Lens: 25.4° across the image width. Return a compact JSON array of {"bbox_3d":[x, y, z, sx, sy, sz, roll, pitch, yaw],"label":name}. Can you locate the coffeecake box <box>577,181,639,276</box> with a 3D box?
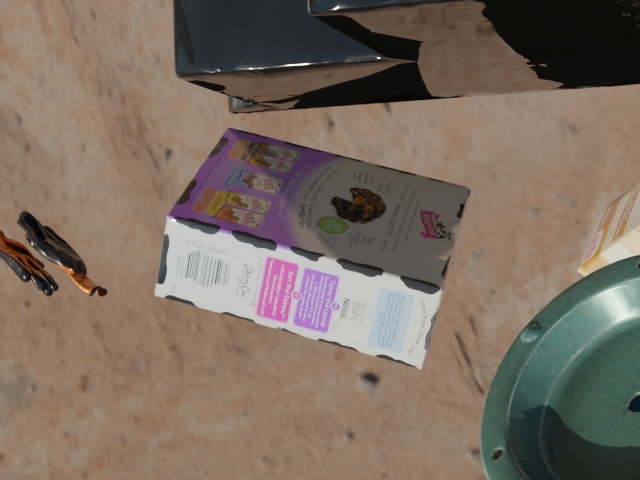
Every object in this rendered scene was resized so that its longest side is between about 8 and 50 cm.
[{"bbox_3d":[0.285,0.002,0.940,0.142,0.068,0.185,35,145,-8],"label":"coffeecake box"}]

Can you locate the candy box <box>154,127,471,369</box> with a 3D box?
[{"bbox_3d":[0.000,0.000,1.031,0.196,0.165,0.070,15,119,6],"label":"candy box"}]

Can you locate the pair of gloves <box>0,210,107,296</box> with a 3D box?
[{"bbox_3d":[-0.165,0.006,0.825,0.010,0.074,0.083,-52,161,12],"label":"pair of gloves"}]

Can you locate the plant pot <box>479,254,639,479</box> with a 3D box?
[{"bbox_3d":[0.210,0.128,0.784,0.293,0.293,0.196,-41,121,10],"label":"plant pot"}]

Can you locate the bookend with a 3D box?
[{"bbox_3d":[0.017,-0.083,0.385,0.157,0.156,0.072,-2,87,20],"label":"bookend"}]
